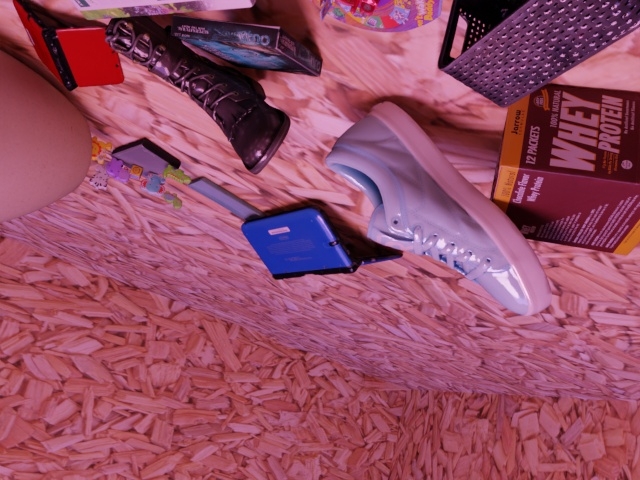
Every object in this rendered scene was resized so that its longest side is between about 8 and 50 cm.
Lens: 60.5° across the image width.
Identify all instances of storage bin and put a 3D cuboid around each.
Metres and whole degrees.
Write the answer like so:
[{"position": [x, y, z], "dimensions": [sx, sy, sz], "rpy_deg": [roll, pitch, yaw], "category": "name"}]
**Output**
[{"position": [0.201, -0.219, 0.500], "dimensions": [0.085, 0.121, 0.180], "rpy_deg": [25, 158, -19], "category": "storage bin"}]

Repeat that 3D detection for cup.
[{"position": [-0.559, -0.176, 0.975], "dimensions": [0.331, 0.330, 0.237], "rpy_deg": [2, -178, 32], "category": "cup"}]

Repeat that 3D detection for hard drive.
[{"position": [-0.373, -0.174, 1.173], "dimensions": [0.135, 0.022, 0.094], "rpy_deg": [-5, 150, 43], "category": "hard drive"}]

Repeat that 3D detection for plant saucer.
[{"position": [-0.211, -0.092, 1.270], "dimensions": [0.192, 0.018, 0.067], "rpy_deg": [32, 154, -34], "category": "plant saucer"}]

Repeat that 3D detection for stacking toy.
[{"position": [-0.398, -0.133, 1.189], "dimensions": [0.221, 0.052, 0.167], "rpy_deg": [20, 159, -12], "category": "stacking toy"}]

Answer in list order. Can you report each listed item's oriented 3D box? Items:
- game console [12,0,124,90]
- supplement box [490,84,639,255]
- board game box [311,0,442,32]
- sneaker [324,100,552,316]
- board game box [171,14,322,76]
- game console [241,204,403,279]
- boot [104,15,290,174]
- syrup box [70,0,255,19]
[{"position": [-0.390, -0.309, 0.860], "dimensions": [0.124, 0.085, 0.144], "rpy_deg": [47, 159, 7], "category": "game console"}, {"position": [0.333, -0.089, 0.721], "dimensions": [0.194, 0.129, 0.191], "rpy_deg": [10, 158, 15], "category": "supplement box"}, {"position": [0.042, -0.236, 0.486], "dimensions": [0.133, 0.033, 0.168], "rpy_deg": [14, 160, 12], "category": "board game box"}, {"position": [0.147, -0.019, 0.765], "dimensions": [0.366, 0.150, 0.135], "rpy_deg": [50, 174, 17], "category": "sneaker"}, {"position": [-0.080, -0.235, 0.675], "dimensions": [0.126, 0.026, 0.186], "rpy_deg": [12, -170, 13], "category": "board game box"}, {"position": [0.000, 0.000, 1.309], "dimensions": [0.293, 0.173, 0.250], "rpy_deg": [-10, 120, 47], "category": "game console"}, {"position": [-0.169, -0.203, 0.709], "dimensions": [0.229, 0.091, 0.263], "rpy_deg": [27, -160, -36], "category": "boot"}, {"position": [-0.176, -0.310, 0.586], "dimensions": [0.237, 0.096, 0.093], "rpy_deg": [8, 158, 24], "category": "syrup box"}]
